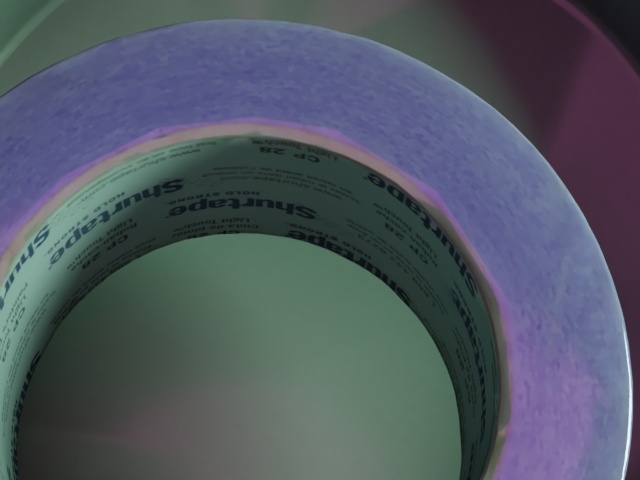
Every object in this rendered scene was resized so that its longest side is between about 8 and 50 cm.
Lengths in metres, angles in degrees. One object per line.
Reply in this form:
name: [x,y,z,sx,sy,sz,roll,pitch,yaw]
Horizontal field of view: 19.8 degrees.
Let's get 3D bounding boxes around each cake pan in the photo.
cake pan: [0.000,0.000,0.554,0.293,0.054,0.293,1,72,-3]

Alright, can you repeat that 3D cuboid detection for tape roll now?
tape roll: [-0.020,0.044,0.469,0.189,0.080,0.189,1,72,-3]
